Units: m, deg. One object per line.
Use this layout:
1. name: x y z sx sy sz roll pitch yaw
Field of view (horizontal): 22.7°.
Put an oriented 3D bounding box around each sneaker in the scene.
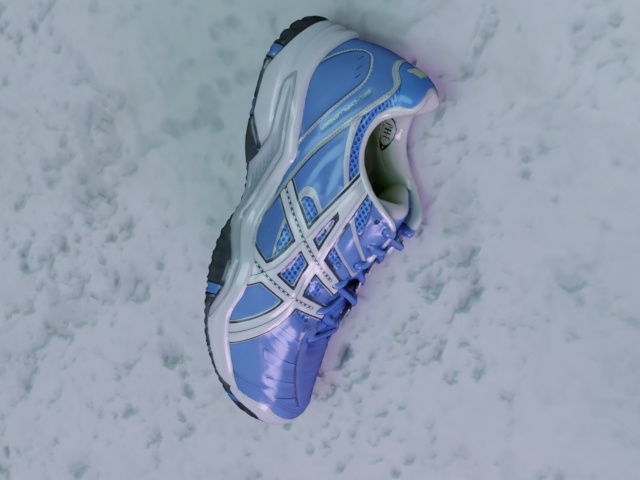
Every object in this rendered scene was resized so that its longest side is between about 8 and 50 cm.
1. sneaker: 0.000 0.000 0.793 0.081 0.080 0.211 20 112 25
